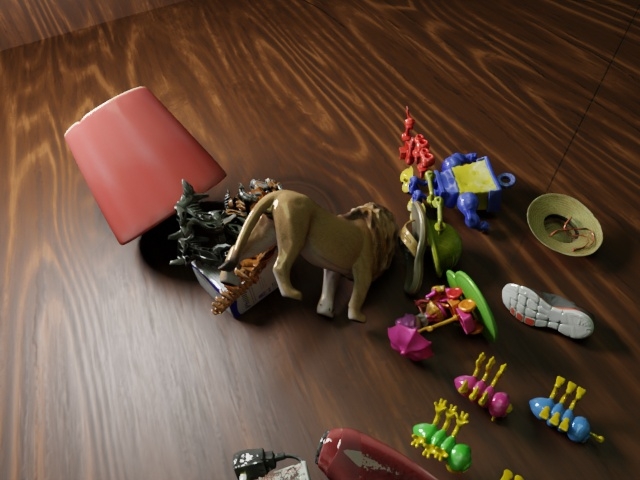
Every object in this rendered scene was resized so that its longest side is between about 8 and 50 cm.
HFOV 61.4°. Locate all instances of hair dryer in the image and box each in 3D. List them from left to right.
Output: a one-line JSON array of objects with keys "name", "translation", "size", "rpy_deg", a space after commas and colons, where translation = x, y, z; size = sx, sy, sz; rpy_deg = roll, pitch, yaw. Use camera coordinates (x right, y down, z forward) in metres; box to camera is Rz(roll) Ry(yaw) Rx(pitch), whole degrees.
[{"name": "hair dryer", "translation": [0.035, 0.362, 0.720], "size": [0.293, 0.080, 0.224], "rpy_deg": [-11, 48, -11]}]

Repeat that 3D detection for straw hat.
[{"name": "straw hat", "translation": [0.457, -0.015, 1.038], "size": [0.144, 0.061, 0.145], "rpy_deg": [1, 60, -2]}]

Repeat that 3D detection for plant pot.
[{"name": "plant pot", "translation": [-0.372, -0.164, 1.122], "size": [0.274, 0.243, 0.275], "rpy_deg": [-30, 14, 8]}]

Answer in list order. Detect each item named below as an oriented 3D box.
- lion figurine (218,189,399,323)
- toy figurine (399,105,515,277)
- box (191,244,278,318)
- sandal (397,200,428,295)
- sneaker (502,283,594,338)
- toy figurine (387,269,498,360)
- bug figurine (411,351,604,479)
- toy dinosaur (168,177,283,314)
[{"name": "lion figurine", "translation": [0.000, 0.000, 0.940], "size": [0.142, 0.392, 0.240], "rpy_deg": [3, 74, 40]}, {"name": "toy figurine", "translation": [0.296, -0.110, 1.080], "size": [0.217, 0.191, 0.363], "rpy_deg": [-5, 46, -2]}, {"name": "box", "translation": [-0.158, 0.061, 1.061], "size": [0.137, 0.072, 0.126], "rpy_deg": [-36, 51, -24]}, {"name": "sandal", "translation": [0.167, 0.012, 1.007], "size": [0.048, 0.072, 0.180], "rpy_deg": [8, 83, -4]}, {"name": "sneaker", "translation": [0.394, 0.118, 0.934], "size": [0.157, 0.061, 0.064], "rpy_deg": [28, 29, 31]}, {"name": "toy figurine", "translation": [0.186, 0.134, 0.917], "size": [0.159, 0.130, 0.173], "rpy_deg": [-25, 24, -2]}, {"name": "bug figurine", "translation": [0.256, 0.285, 0.757], "size": [0.216, 0.072, 0.279], "rpy_deg": [32, 48, 27]}, {"name": "toy dinosaur", "translation": [-0.153, -0.013, 0.987], "size": [0.218, 0.165, 0.322], "rpy_deg": [11, 25, -3]}]
